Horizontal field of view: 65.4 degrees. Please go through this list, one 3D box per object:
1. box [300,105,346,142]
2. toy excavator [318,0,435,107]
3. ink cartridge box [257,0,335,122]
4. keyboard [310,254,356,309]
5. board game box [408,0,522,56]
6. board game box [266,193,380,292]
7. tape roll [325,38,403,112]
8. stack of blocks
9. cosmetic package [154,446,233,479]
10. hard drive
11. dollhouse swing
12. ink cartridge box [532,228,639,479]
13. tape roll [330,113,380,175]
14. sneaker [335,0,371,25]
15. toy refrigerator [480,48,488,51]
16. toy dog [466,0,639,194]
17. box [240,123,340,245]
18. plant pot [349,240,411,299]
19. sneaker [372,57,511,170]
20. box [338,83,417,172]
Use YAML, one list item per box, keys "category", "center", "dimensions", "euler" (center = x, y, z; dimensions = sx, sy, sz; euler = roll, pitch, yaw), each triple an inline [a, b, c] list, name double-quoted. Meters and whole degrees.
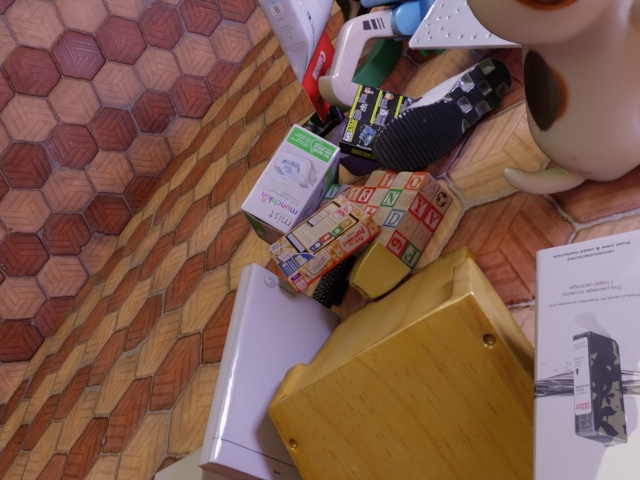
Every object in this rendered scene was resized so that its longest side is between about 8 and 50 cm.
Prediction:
- category: "box"
  center: [-0.004, -0.308, 1.485]
  dimensions: [0.180, 0.078, 0.147]
  euler: [-40, 32, 20]
- category: "toy excavator"
  center: [0.178, -0.594, 1.297]
  dimensions: [0.446, 0.432, 0.222]
  euler: [-17, 22, -23]
- category: "ink cartridge box"
  center: [-0.008, -0.559, 1.323]
  dimensions: [0.091, 0.385, 0.308]
  euler: [-8, 47, 27]
- category: "keyboard"
  center: [0.018, 0.106, 1.088]
  dimensions: [0.108, 0.023, 0.180]
  euler: [7, 65, 55]
- category: "board game box"
  center: [0.417, -0.546, 1.022]
  dimensions: [0.389, 0.050, 0.390]
  euler: [-58, 36, -1]
- category: "board game box"
  center: [0.000, 0.000, 0.975]
  dimensions: [0.194, 0.045, 0.147]
  euler: [-36, 30, -4]
- category: "tape roll"
  center: [0.111, -0.554, 1.586]
  dimensions: [0.321, 0.077, 0.321]
  euler: [-33, 37, 29]
- category: "stack of blocks"
  center: [0.112, -0.056, 1.064]
  dimensions: [0.297, 0.087, 0.171]
  euler: [14, 70, 57]
- category: "cosmetic package"
  center: [-0.197, 0.486, 0.861]
  dimensions: [0.151, 0.151, 0.183]
  euler: [-36, 36, 25]
- category: "hard drive"
  center: [-0.067, 0.237, 0.863]
  dimensions: [0.047, 0.233, 0.352]
  euler: [-31, 37, 34]
- category: "dollhouse swing"
  center: [0.158, 0.213, 0.758]
  dimensions: [0.347, 0.305, 0.315]
  euler: [-37, 76, 24]
- category: "ink cartridge box"
  center: [0.303, 0.159, 0.483]
  dimensions: [0.114, 0.197, 0.272]
  euler: [-18, 45, 44]
- category: "tape roll"
  center: [0.117, -0.264, 1.278]
  dimensions: [0.189, 0.080, 0.188]
  euler: [-33, 37, 29]
- category: "sneaker"
  center: [0.076, -0.775, 1.490]
  dimensions: [0.158, 0.182, 0.410]
  euler: [-52, -5, 0]
- category: "toy refrigerator"
  center: [0.451, -0.567, 1.127]
  dimensions: [0.270, 0.094, 0.102]
  euler: [-33, 36, 28]
- category: "toy dog"
  center: [0.352, -0.295, 0.675]
  dimensions: [0.395, 0.408, 0.284]
  euler: [-38, 33, 23]
- category: "box"
  center: [-0.059, -0.103, 1.186]
  dimensions: [0.231, 0.127, 0.262]
  euler: [-59, -7, -10]
- category: "plant pot"
  center: [0.100, 0.063, 0.913]
  dimensions: [0.083, 0.081, 0.081]
  euler: [-49, 0, -13]
- category: "sneaker"
  center: [0.237, -0.253, 1.057]
  dimensions: [0.331, 0.122, 0.146]
  euler: [-34, 14, -10]
- category: "box"
  center: [0.152, -0.260, 1.143]
  dimensions: [0.045, 0.184, 0.190]
  euler: [96, -170, -61]
